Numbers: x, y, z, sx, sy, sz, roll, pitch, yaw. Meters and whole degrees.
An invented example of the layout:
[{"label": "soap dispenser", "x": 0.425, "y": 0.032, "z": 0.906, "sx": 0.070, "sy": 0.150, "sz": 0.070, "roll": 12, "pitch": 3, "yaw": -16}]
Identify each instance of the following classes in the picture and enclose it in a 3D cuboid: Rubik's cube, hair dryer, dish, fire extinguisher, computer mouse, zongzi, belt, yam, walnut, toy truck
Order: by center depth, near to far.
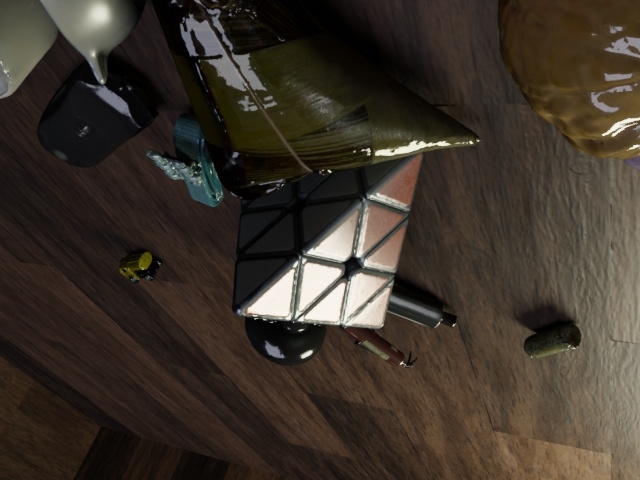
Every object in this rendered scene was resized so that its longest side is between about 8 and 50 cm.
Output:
[{"label": "walnut", "x": 0.232, "y": -0.165, "z": 0.499, "sx": 0.213, "sy": 0.213, "sz": 0.213, "roll": 16, "pitch": 149, "yaw": 10}, {"label": "dish", "x": -0.214, "y": -0.276, "z": 0.637, "sx": 0.086, "sy": 0.228, "sz": 0.236, "roll": -16, "pitch": 179, "yaw": 4}, {"label": "zongzi", "x": 0.006, "y": -0.197, "z": 0.684, "sx": 0.317, "sy": 0.154, "sz": 0.289, "roll": -5, "pitch": 140, "yaw": 8}, {"label": "Rubik's cube", "x": 0.001, "y": 0.002, "z": 0.897, "sx": 0.228, "sy": 0.233, "sz": 0.229, "roll": 4, "pitch": 170, "yaw": -7}, {"label": "computer mouse", "x": -0.324, "y": -0.181, "z": 0.953, "sx": 0.122, "sy": 0.073, "sz": 0.217, "roll": 38, "pitch": 140, "yaw": -29}, {"label": "belt", "x": -0.183, "y": -0.100, "z": 0.967, "sx": 0.065, "sy": 0.100, "sz": 0.179, "roll": 18, "pitch": 152, "yaw": 15}, {"label": "yam", "x": 0.376, "y": 0.163, "z": 1.070, "sx": 0.043, "sy": 0.043, "sz": 0.094, "roll": 30, "pitch": 150, "yaw": -12}, {"label": "fire extinguisher", "x": 0.093, "y": 0.179, "z": 1.118, "sx": 0.173, "sy": 0.035, "sz": 0.049, "roll": 38, "pitch": 120, "yaw": -26}, {"label": "hair dryer", "x": 0.053, "y": 0.134, "z": 1.135, "sx": 0.284, "sy": 0.156, "sz": 0.320, "roll": 39, "pitch": 139, "yaw": -7}, {"label": "toy truck", "x": -0.379, "y": 0.054, "z": 1.377, "sx": 0.083, "sy": 0.049, "sz": 0.054, "roll": -9, "pitch": 136, "yaw": 40}]

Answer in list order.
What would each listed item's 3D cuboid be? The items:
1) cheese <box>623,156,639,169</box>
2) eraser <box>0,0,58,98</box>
[{"label": "cheese", "x": 0.321, "y": -0.093, "z": 0.593, "sx": 0.105, "sy": 0.191, "sz": 0.042, "roll": 2, "pitch": 108, "yaw": 30}, {"label": "eraser", "x": -0.485, "y": -0.343, "z": 0.735, "sx": 0.331, "sy": 0.150, "sz": 0.331, "roll": 14, "pitch": 149, "yaw": 9}]
